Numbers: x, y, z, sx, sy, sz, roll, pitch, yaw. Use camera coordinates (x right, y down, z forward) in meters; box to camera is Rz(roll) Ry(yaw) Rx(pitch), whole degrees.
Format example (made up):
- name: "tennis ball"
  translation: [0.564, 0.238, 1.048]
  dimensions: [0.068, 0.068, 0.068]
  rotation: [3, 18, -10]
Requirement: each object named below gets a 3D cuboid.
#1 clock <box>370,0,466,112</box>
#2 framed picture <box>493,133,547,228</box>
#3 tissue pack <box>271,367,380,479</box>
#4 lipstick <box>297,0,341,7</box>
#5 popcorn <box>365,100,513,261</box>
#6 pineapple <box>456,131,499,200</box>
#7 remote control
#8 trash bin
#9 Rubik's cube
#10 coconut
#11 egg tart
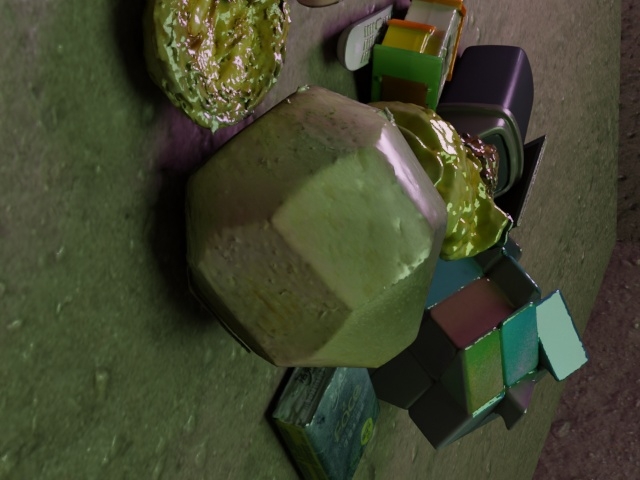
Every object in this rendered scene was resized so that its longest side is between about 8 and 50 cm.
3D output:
- name: "clock"
  translation: [0.166, -0.307, 1.637]
  dimensions: [0.220, 0.106, 0.255]
  rotation: [91, 16, -52]
- name: "framed picture"
  translation: [0.348, -0.087, 2.000]
  dimensions: [0.016, 0.273, 0.216]
  rotation: [30, 67, -18]
- name: "tissue pack"
  translation: [0.013, 0.281, 1.606]
  dimensions: [0.185, 0.081, 0.257]
  rotation: [-63, 152, -31]
- name: "lipstick"
  translation: [-0.028, -0.448, 1.215]
  dimensions: [0.087, 0.087, 0.327]
  rotation: [-60, 149, -34]
- name: "popcorn"
  translation: [0.111, -0.069, 1.492]
  dimensions: [0.237, 0.292, 0.293]
  rotation: [4, 96, -71]
- name: "pineapple"
  translation: [0.217, -0.121, 1.738]
  dimensions: [0.166, 0.193, 0.166]
  rotation: [9, 90, -78]
- name: "remote control"
  translation: [0.068, -0.316, 1.526]
  dimensions: [0.229, 0.044, 0.073]
  rotation: [-49, 146, -60]
- name: "trash bin"
  translation: [0.319, -0.230, 1.925]
  dimensions: [0.209, 0.182, 0.290]
  rotation: [69, 35, -44]
- name: "Rubik's cube"
  translation: [0.266, 0.175, 1.810]
  dimensions: [0.368, 0.358, 0.387]
  rotation: [-50, 159, 27]
- name: "coconut"
  translation: [0.000, 0.000, 1.215]
  dimensions: [0.352, 0.352, 0.353]
  rotation: [-36, 131, -55]
- name: "egg tart"
  translation: [-0.125, -0.242, 1.098]
  dimensions: [0.232, 0.098, 0.252]
  rotation: [33, 67, -56]
